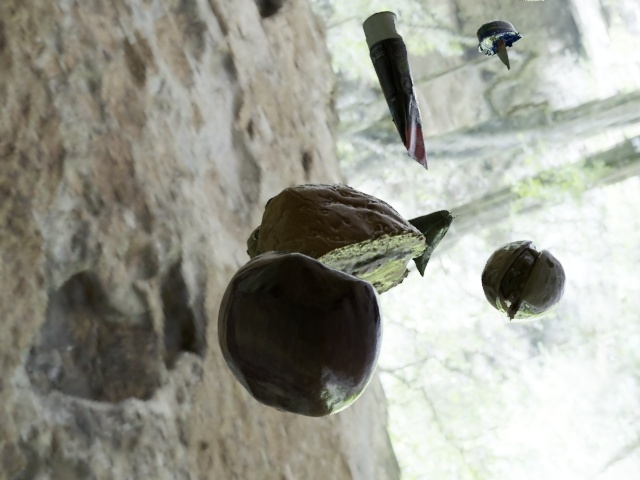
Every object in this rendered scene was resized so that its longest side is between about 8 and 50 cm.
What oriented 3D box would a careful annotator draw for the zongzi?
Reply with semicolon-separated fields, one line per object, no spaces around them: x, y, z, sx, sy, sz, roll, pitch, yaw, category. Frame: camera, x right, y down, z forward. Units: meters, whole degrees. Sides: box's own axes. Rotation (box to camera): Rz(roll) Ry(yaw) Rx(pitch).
0.255;0.002;2.165;0.062;0.154;0.131;-20;-88;-54;zongzi

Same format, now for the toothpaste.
0.094;-0.177;1.212;0.071;0.045;0.194;27;-134;-61;toothpaste

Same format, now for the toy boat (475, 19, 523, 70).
0.387;-0.415;2.189;0.175;0.091;0.110;-4;-113;-61;toy boat

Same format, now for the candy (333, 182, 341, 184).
-0.001;-0.004;1.901;0.094;0.226;0.051;39;161;-24;candy

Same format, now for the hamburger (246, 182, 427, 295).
-0.002;0.000;1.628;0.330;0.162;0.209;-19;-129;-44;hamburger

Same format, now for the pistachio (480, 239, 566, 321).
0.287;0.063;1.459;0.185;0.124;0.125;-14;-97;-64;pistachio

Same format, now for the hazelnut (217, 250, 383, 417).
-0.037;0.121;1.328;0.234;0.218;0.218;21;148;49;hazelnut
